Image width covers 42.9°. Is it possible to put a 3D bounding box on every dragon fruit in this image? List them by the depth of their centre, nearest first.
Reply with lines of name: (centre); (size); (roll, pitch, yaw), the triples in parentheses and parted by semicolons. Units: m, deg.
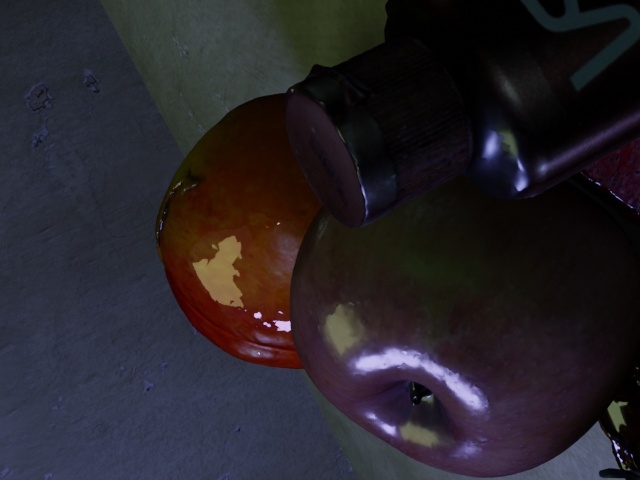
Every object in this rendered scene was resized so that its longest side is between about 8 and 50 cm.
dragon fruit: (0.229, -0.082, 0.629); (0.147, 0.096, 0.102); (34, -177, -15)

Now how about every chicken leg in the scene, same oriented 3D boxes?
chicken leg: (0.335, 0.227, 0.817); (0.322, 0.083, 0.177); (63, 173, 3)

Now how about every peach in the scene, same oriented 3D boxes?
peach: (0.000, 0.000, 0.974); (0.370, 0.370, 0.370); (54, 162, 26)

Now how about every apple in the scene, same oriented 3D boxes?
apple: (0.123, 0.064, 0.704); (0.306, 0.235, 0.305); (17, 139, 15)

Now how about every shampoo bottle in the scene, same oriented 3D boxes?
shampoo bottle: (0.137, -0.110, 0.414); (0.129, 0.323, 0.084); (61, 163, 10)

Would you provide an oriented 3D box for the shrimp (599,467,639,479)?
shrimp: (0.370, 0.244, 0.604); (0.410, 0.166, 0.221); (43, -178, 14)
